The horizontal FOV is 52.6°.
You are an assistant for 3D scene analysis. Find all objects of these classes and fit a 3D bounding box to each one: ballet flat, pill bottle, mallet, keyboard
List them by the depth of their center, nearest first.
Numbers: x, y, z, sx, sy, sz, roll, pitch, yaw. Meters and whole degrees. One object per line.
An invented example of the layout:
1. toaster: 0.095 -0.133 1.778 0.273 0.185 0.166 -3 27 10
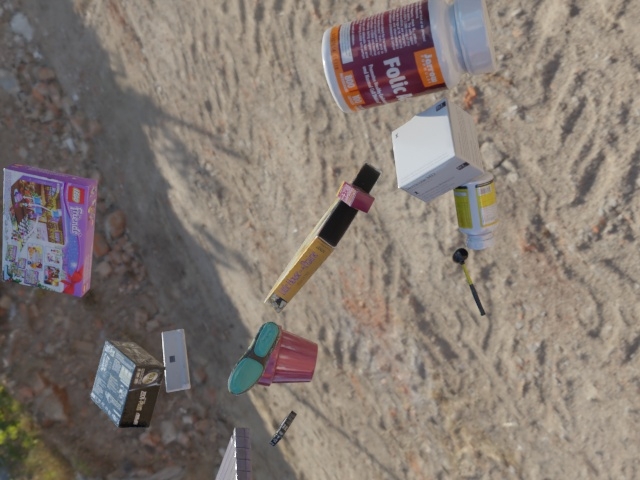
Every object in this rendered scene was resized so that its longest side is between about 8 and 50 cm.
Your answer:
1. ballet flat: -0.150 0.278 1.511 0.070 0.188 0.070 32 166 9
2. pill bottle: 0.221 -0.465 1.602 0.392 0.224 0.224 -10 109 21
3. pill bottle: 0.396 -0.076 1.642 0.103 0.103 0.184 12 118 54
4. mallet: 0.400 0.111 1.740 0.062 0.039 0.190 105 146 -86
5. keyboard: -0.457 0.373 2.040 0.256 0.072 0.014 -112 13 -51

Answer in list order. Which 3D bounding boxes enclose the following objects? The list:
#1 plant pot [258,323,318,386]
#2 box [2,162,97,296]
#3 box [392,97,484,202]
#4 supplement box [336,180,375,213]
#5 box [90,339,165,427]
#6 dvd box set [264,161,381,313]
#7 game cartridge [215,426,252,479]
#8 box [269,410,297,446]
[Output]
1. plant pot: -0.109 0.381 2.105 0.201 0.180 0.201 -169 90 -84
2. box: -0.650 -0.022 1.552 0.057 0.201 0.293 -78 1 -68
3. box: 0.286 -0.220 1.602 0.181 0.119 0.182 -30 51 40
4. supplement box: 0.083 -0.104 1.546 0.043 0.055 0.083 -63 30 10
5. box: -0.448 0.329 1.500 0.180 0.077 0.147 16 92 49
6. dvd box set: 0.000 0.000 1.800 0.062 0.308 0.420 35 144 -3
7. game cartridge: -0.259 0.739 1.857 0.230 0.068 0.355 -108 32 -50
8. box: -0.099 0.499 1.718 0.018 0.083 0.067 36 138 3
